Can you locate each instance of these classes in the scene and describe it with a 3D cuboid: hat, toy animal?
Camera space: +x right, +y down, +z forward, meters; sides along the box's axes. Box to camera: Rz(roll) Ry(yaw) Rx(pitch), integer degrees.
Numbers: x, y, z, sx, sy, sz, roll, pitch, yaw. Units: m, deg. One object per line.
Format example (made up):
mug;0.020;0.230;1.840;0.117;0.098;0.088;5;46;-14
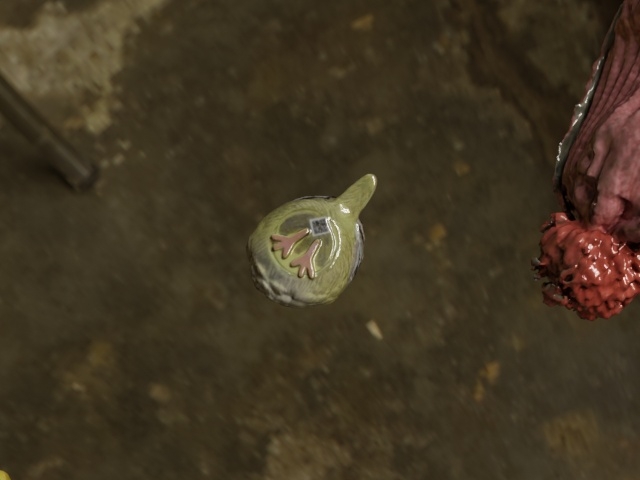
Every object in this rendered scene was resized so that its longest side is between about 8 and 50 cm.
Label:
hat;0.260;-0.066;1.462;0.286;0.107;0.237;-61;30;1
toy animal;0.000;0.000;1.637;0.137;0.098;0.098;-45;66;-4

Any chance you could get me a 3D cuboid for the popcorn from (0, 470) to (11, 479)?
popcorn;-0.411;0.304;1.889;0.265;0.332;0.225;-36;105;26
